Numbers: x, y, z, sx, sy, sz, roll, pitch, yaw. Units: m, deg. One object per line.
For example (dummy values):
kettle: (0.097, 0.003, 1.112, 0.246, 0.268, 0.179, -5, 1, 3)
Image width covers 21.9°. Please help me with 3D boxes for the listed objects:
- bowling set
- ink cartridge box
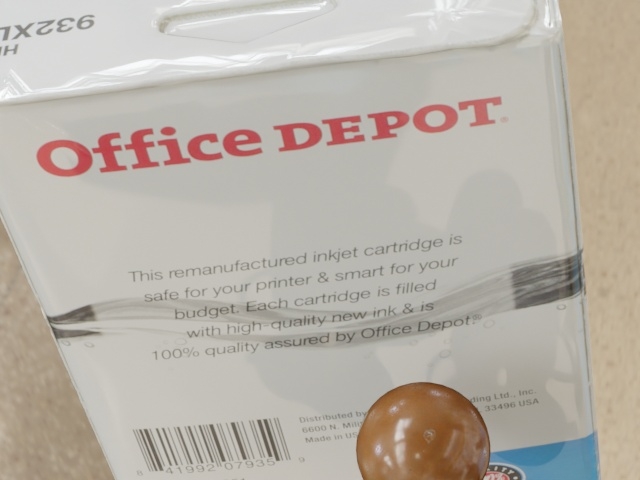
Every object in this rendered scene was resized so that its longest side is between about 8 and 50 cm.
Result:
bowling set: (0.075, 0.159, 0.697, 0.287, 0.154, 0.200, -13, 79, -11)
ink cartridge box: (0.000, 0.000, 0.730, 0.223, 0.307, 0.129, -7, 46, 7)
